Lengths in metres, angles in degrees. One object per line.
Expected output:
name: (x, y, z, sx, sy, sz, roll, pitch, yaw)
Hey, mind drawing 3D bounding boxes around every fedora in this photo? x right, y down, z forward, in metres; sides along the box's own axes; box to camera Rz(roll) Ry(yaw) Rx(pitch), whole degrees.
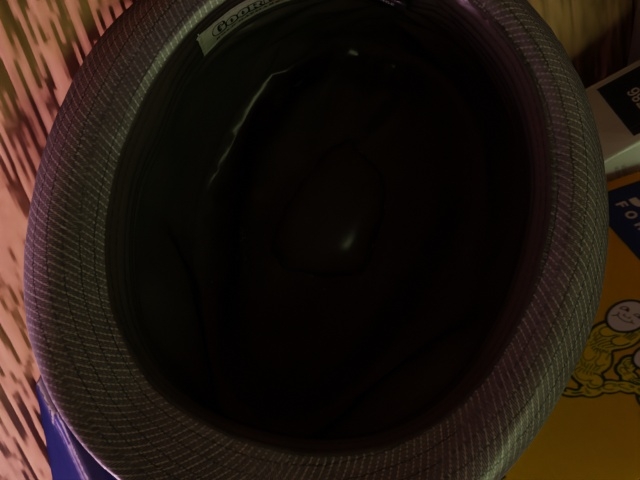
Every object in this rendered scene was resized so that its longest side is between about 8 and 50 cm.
fedora: (0.000, 0.000, 0.831, 0.124, 0.244, 0.275, 92, 9, -79)

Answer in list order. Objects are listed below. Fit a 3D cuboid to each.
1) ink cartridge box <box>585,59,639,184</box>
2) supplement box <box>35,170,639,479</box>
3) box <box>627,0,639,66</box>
ink cartridge box: (0.191, -0.025, 1.075, 0.333, 0.065, 0.165, -28, 138, -3)
supplement box: (0.061, 0.138, 0.957, 0.357, 0.194, 0.195, -18, 136, -18)
box: (0.233, -0.128, 1.095, 0.109, 0.042, 0.178, -27, 140, -27)
